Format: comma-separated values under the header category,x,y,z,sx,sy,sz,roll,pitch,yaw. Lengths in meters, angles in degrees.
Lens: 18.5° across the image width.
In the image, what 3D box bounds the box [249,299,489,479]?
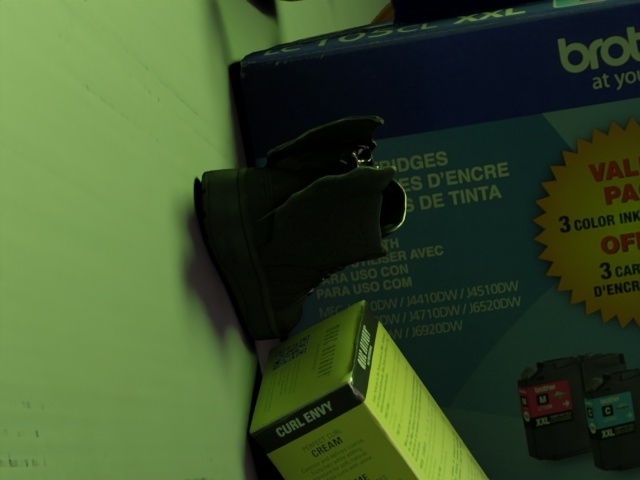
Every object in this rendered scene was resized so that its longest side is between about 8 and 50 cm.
category,x,y,z,sx,sy,sz,roll,pitch,yaw
box,0.057,0.146,0.935,0.232,0.058,0.087,54,18,-18

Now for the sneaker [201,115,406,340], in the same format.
category,x,y,z,sx,sy,sz,roll,pitch,yaw
sneaker,0.000,-0.002,0.884,0.170,0.089,0.051,67,15,-64

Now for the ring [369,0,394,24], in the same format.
category,x,y,z,sx,sy,sz,roll,pitch,yaw
ring,0.133,-0.013,1.252,0.032,0.337,0.336,-20,103,-45

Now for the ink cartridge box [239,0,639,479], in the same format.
category,x,y,z,sx,sy,sz,roll,pitch,yaw
ink cartridge box,0.115,0.006,1.072,0.151,0.270,0.395,-48,128,-78
